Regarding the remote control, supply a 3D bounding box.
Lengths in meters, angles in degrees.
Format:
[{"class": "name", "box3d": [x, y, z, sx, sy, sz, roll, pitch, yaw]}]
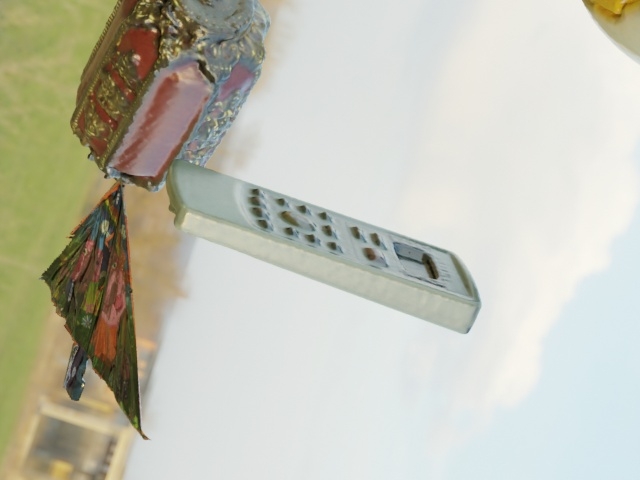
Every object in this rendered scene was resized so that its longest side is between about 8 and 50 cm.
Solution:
[{"class": "remote control", "box3d": [0.000, 0.000, 1.435, 0.123, 0.285, 0.038, -106, -140, -68]}]

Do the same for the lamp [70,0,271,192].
[{"class": "lamp", "box3d": [-0.158, -0.173, 1.754, 0.274, 0.177, 0.177, 125, -15, -48]}]

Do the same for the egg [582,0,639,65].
[{"class": "egg", "box3d": [0.406, -0.312, 1.867, 0.201, 0.337, 0.337, 0, -111, 59]}]

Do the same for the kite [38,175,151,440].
[{"class": "kite", "box3d": [-0.202, 0.050, 1.556, 0.321, 0.016, 0.234, 44, -57, 53]}]
